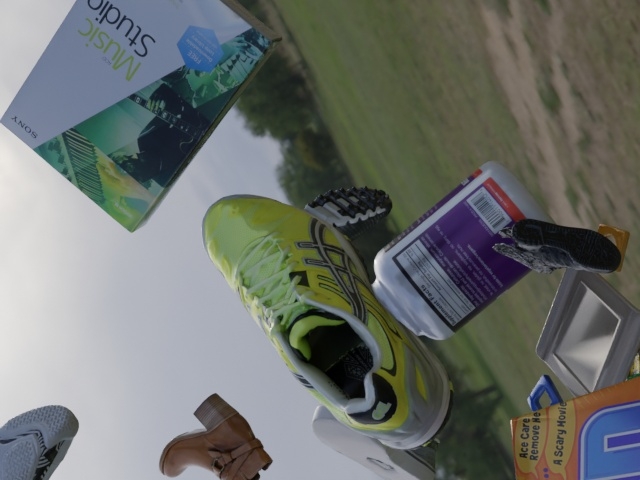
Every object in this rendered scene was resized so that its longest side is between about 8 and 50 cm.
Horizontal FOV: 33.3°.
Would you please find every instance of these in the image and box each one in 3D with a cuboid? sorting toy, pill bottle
[{"bbox_3d":[0.417,0.146,1.624,0.196,0.047,0.348,-127,49,-58],"label":"sorting toy"},{"bbox_3d":[0.215,0.034,1.724,0.181,0.323,0.181,49,-173,-8],"label":"pill bottle"}]

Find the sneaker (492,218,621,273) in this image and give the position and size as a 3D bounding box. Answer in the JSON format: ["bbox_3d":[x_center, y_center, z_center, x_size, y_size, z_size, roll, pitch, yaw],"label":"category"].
[{"bbox_3d":[0.306,0.014,1.392,0.170,0.051,0.089,18,162,20],"label":"sneaker"}]

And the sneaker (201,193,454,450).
[{"bbox_3d":[-0.009,0.065,1.180,0.384,0.145,0.147,42,-174,30],"label":"sneaker"}]

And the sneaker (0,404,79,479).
[{"bbox_3d":[-0.505,0.454,1.785,0.137,0.366,0.210,27,161,44],"label":"sneaker"}]

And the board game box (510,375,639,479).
[{"bbox_3d":[0.431,0.351,1.018,0.356,0.356,0.356,49,-151,-34],"label":"board game box"}]

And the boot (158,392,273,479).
[{"bbox_3d":[-0.174,0.366,1.757,0.152,0.197,0.073,45,-149,17],"label":"boot"}]

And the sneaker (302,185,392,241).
[{"bbox_3d":[0.000,0.000,1.516,0.078,0.234,0.106,41,146,43],"label":"sneaker"}]

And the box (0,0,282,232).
[{"bbox_3d":[-0.233,-0.201,1.353,0.232,0.322,0.058,40,-158,2],"label":"box"}]

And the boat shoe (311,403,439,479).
[{"bbox_3d":[0.102,0.287,1.772,0.340,0.127,0.158,47,-128,-51],"label":"boat shoe"}]

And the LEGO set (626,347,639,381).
[{"bbox_3d":[0.652,0.228,1.823,0.192,0.331,0.255,-74,-24,-44],"label":"LEGO set"}]
